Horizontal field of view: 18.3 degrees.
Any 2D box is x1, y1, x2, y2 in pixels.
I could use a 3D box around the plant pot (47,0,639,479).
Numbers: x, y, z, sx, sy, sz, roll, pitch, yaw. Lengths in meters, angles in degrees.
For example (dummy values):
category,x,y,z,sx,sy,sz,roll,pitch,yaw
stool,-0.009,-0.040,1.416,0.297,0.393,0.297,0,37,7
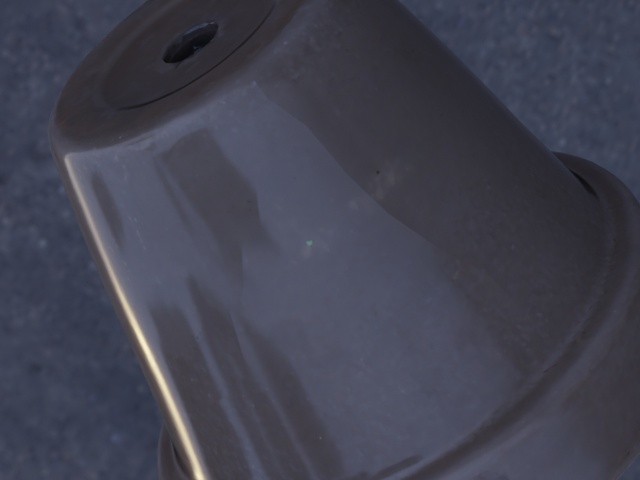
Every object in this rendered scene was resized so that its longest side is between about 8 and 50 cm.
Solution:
category,x,y,z,sx,sy,sz,roll,pitch,yaw
plant pot,0.000,0.000,0.878,0.263,0.263,0.229,-9,128,41
